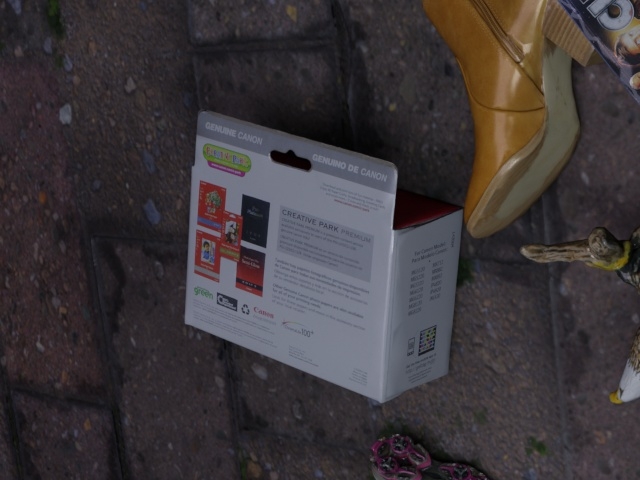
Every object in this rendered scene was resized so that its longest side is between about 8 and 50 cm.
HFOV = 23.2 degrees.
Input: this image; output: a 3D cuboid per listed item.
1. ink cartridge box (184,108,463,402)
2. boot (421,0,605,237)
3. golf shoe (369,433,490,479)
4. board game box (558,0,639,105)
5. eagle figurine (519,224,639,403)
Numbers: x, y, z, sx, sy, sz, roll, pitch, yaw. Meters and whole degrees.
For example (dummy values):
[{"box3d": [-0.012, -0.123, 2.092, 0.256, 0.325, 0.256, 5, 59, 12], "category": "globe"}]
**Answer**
[{"box3d": [0.000, 0.000, 1.772, 0.309, 0.130, 0.272, 19, 114, 37], "category": "ink cartridge box"}, {"box3d": [0.173, -0.172, 1.590, 0.211, 0.104, 0.295, 45, 124, 29], "category": "boot"}, {"box3d": [0.142, 0.291, 1.792, 0.186, 0.067, 0.086, 29, 154, 27], "category": "golf shoe"}, {"box3d": [0.303, -0.247, 1.429, 0.165, 0.042, 0.243, -39, 75, 15], "category": "board game box"}, {"box3d": [0.344, 0.119, 1.446, 0.225, 0.226, 0.298, 79, 167, -61], "category": "eagle figurine"}]
